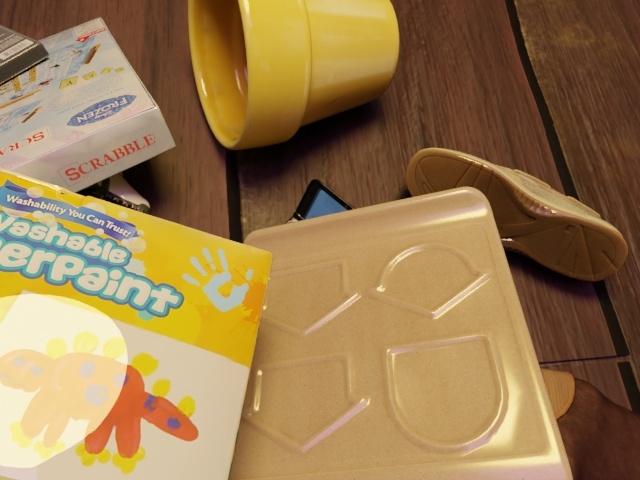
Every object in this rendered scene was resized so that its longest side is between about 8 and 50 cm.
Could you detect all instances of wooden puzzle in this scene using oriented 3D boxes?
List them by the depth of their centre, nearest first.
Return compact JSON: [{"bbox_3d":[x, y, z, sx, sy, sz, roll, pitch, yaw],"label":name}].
[{"bbox_3d":[0.058,0.122,0.548,0.323,0.080,0.347,-11,54,13],"label":"wooden puzzle"}]

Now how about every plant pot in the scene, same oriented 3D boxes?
[{"bbox_3d":[-0.034,-0.268,0.691,0.239,0.254,0.253,-14,68,-26],"label":"plant pot"}]

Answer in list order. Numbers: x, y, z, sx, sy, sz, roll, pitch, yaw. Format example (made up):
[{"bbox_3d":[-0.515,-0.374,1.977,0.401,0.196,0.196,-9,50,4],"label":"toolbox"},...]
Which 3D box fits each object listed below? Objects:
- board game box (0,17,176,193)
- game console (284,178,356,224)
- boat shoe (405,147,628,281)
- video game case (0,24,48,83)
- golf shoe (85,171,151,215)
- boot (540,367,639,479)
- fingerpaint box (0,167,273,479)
[{"bbox_3d":[-0.392,-0.157,0.651,0.319,0.065,0.318,-28,50,-12],"label":"board game box"},{"bbox_3d":[0.000,0.000,0.663,0.122,0.071,0.107,40,71,13],"label":"game console"},{"bbox_3d":[0.263,-0.046,0.688,0.303,0.109,0.098,24,29,8],"label":"boat shoe"},{"bbox_3d":[-0.539,-0.254,0.705,0.274,0.026,0.196,28,61,32],"label":"video game case"},{"bbox_3d":[-0.302,-0.104,0.688,0.198,0.077,0.093,34,70,9],"label":"golf shoe"},{"bbox_3d":[0.303,0.248,0.523,0.207,0.090,0.248,23,35,3],"label":"boot"},{"bbox_3d":[-0.295,0.128,0.376,0.445,0.163,0.370,18,53,-15],"label":"fingerpaint box"}]
